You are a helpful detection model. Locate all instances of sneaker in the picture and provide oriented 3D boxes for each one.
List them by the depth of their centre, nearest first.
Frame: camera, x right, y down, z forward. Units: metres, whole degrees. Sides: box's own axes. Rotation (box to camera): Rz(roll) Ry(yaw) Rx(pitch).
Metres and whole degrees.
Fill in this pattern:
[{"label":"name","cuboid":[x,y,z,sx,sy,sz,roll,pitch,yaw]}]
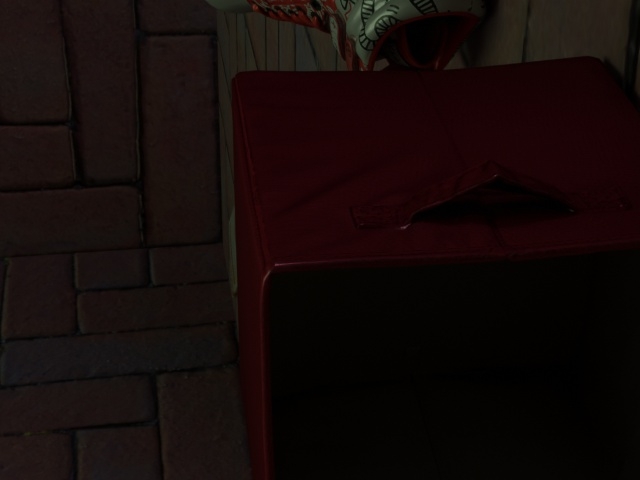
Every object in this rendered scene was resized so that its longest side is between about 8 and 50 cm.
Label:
[{"label":"sneaker","cuboid":[0.005,-0.161,1.037,0.270,0.090,0.145,-21,75,50]}]

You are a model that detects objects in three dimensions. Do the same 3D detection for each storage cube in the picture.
[{"label":"storage cube","cuboid":[0.058,0.038,0.697,0.193,0.183,0.215,-104,12,-61]}]

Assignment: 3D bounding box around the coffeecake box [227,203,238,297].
[{"label":"coffeecake box","cuboid":[0.000,0.000,1.285,0.185,0.142,0.068,125,141,-78]}]
